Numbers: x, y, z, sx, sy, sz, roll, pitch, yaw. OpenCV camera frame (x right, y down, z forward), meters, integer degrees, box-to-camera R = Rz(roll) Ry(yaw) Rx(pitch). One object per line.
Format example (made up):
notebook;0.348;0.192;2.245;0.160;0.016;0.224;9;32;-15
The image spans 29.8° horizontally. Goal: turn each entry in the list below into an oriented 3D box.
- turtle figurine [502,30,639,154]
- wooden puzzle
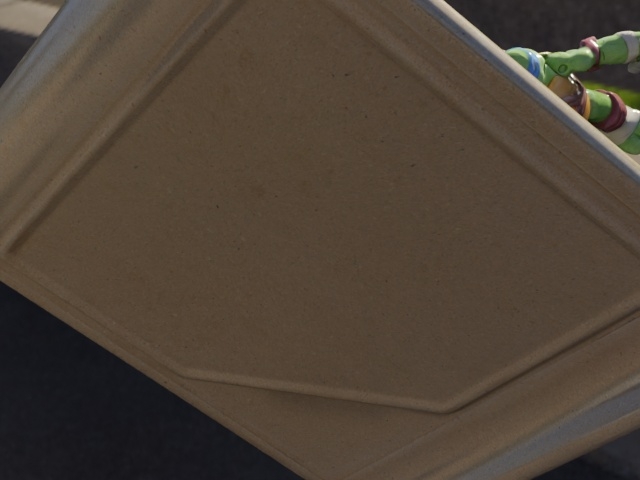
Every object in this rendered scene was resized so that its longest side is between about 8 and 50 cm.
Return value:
turtle figurine;0.289;-0.104;1.201;0.275;0.266;0.198;-5;75;24
wooden puzzle;0.000;0.000;0.428;0.221;0.239;0.044;-38;18;41
